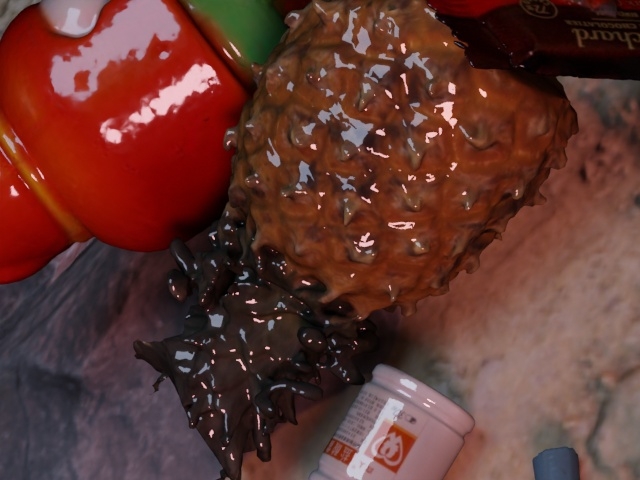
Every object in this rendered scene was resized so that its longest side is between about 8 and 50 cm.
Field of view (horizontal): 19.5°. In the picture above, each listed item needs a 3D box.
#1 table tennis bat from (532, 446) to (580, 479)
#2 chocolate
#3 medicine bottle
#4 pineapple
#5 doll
[{"bbox_3d":[0.109,0.160,0.807,0.100,0.019,0.155,-26,48,28],"label":"table tennis bat"},{"bbox_3d":[0.134,-0.101,0.871,0.086,0.182,0.028,-113,35,-46],"label":"chocolate"},{"bbox_3d":[0.029,0.108,0.887,0.057,0.057,0.089,23,79,49],"label":"medicine bottle"},{"bbox_3d":[0.000,0.000,0.942,0.278,0.158,0.158,-54,39,16],"label":"pineapple"},{"bbox_3d":[-0.090,-0.081,1.036,0.363,0.160,0.182,-33,-2,-2],"label":"doll"}]
